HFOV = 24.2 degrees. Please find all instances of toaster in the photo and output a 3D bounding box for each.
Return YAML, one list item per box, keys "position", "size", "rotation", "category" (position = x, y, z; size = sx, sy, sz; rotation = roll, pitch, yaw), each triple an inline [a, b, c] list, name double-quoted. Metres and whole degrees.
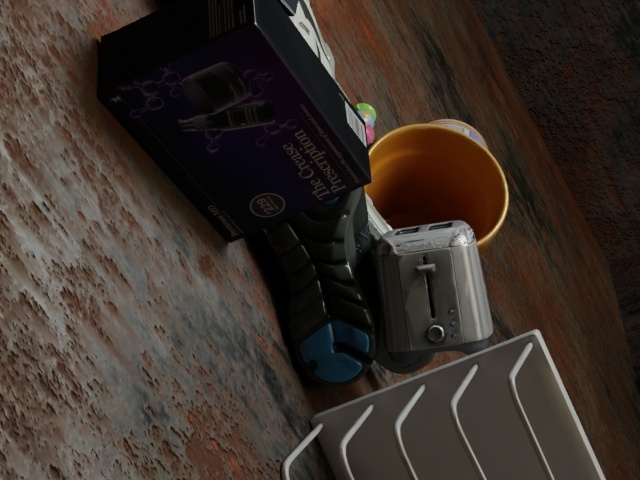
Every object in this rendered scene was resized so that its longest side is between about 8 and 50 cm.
- position: [0.134, 0.057, 1.760]
  size: [0.227, 0.129, 0.146]
  rotation: [-29, 111, -82]
  category: "toaster"

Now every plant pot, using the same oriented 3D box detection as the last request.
- position: [0.138, -0.026, 2.064]
  size: [0.188, 0.205, 0.205]
  rotation: [106, -27, -59]
  category: "plant pot"

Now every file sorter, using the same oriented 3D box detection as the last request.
- position: [0.129, 0.248, 1.560]
  size: [0.192, 0.278, 0.173]
  rotation: [65, 18, -4]
  category: "file sorter"

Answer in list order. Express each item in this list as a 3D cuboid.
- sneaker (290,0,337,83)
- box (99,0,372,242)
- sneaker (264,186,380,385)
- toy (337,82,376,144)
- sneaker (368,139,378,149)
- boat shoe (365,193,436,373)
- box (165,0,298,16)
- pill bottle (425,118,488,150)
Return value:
- position: [-0.072, -0.301, 1.937]
  size: [0.330, 0.122, 0.146]
  rotation: [61, 16, -18]
  category: "sneaker"
- position: [-0.085, -0.136, 1.570]
  size: [0.261, 0.184, 0.103]
  rotation: [50, 26, -43]
  category: "box"
- position: [0.000, 0.000, 1.755]
  size: [0.139, 0.125, 0.340]
  rotation: [17, 68, -82]
  category: "sneaker"
- position: [0.063, -0.143, 2.255]
  size: [0.137, 0.056, 0.237]
  rotation: [58, 19, -24]
  category: "toy"
- position: [0.135, -0.063, 2.203]
  size: [0.234, 0.106, 0.078]
  rotation: [66, 37, -45]
  category: "sneaker"
- position: [0.055, 0.021, 1.919]
  size: [0.320, 0.118, 0.103]
  rotation: [57, 15, -4]
  category: "boat shoe"
- position: [-0.100, -0.375, 1.792]
  size: [0.108, 0.153, 0.207]
  rotation: [44, 51, -53]
  category: "box"
- position: [0.202, -0.082, 2.433]
  size: [0.152, 0.152, 0.272]
  rotation: [60, 18, -21]
  category: "pill bottle"
